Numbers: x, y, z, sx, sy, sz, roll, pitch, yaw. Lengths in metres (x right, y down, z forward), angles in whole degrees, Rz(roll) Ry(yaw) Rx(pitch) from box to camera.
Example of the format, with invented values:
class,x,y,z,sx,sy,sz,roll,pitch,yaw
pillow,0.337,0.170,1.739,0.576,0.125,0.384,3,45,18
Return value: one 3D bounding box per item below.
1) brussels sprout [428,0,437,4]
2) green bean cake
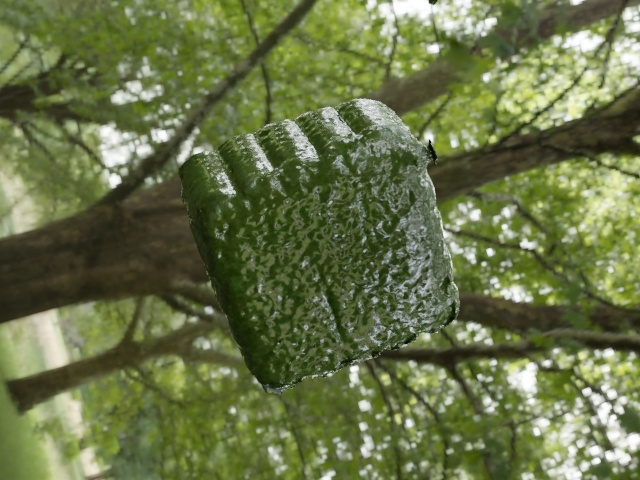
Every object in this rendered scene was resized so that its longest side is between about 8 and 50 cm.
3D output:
class,x,y,z,sx,sy,sz,roll,pitch,yaw
brussels sprout,0.078,-0.236,0.764,0.085,0.058,0.085,44,7,-7
green bean cake,0.000,0.000,1.007,0.156,0.247,0.250,-120,-169,-62
